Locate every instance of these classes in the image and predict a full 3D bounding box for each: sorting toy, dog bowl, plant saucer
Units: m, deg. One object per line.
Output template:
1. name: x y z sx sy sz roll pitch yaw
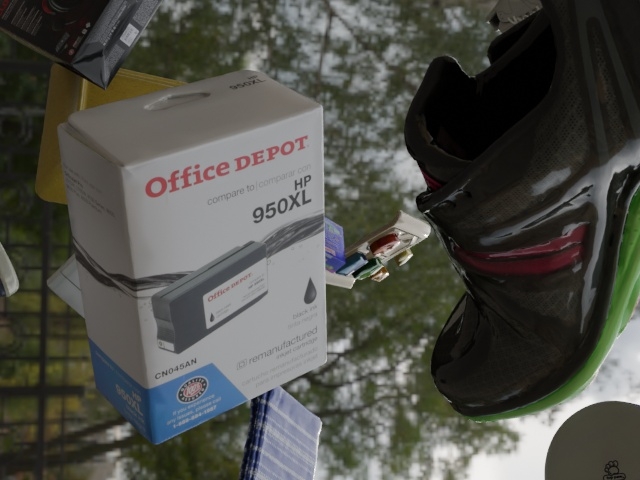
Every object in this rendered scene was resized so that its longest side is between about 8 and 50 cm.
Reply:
1. sorting toy: 0.133 0.035 2.127 0.041 0.229 0.307 60 16 19
2. dog bowl: 0.537 0.420 1.777 0.265 0.104 0.265 -13 -112 35
3. plant saucer: -0.350 -0.205 1.897 0.081 0.333 0.332 124 -31 -50

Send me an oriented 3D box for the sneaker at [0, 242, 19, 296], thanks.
1. sneaker: -0.615 -0.016 1.519 0.350 0.148 0.131 42 -29 9

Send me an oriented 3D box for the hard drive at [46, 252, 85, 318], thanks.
1. hard drive: -0.264 0.026 1.744 0.353 0.233 0.047 -45 -158 -1

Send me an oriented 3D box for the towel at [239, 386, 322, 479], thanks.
1. towel: -0.076 0.405 1.578 0.243 0.040 0.336 50 45 -55

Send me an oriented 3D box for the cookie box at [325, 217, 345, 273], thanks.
1. cookie box: 0.000 0.000 1.969 0.040 0.092 0.107 -44 -150 31

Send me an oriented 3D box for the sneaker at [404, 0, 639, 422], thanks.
1. sneaker: 0.153 -0.045 0.734 0.185 0.202 0.483 -77 180 -45

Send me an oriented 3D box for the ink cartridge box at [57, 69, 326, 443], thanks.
1. ink cartridge box: -0.149 0.016 1.275 0.166 0.285 0.395 32 -46 44

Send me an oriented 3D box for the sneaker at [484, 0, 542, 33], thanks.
1. sneaker: 0.460 -0.496 2.207 0.121 0.099 0.262 -46 -159 -6

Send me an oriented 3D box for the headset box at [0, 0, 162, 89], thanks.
1. headset box: -0.461 -0.438 1.849 0.293 0.110 0.218 31 -93 32
